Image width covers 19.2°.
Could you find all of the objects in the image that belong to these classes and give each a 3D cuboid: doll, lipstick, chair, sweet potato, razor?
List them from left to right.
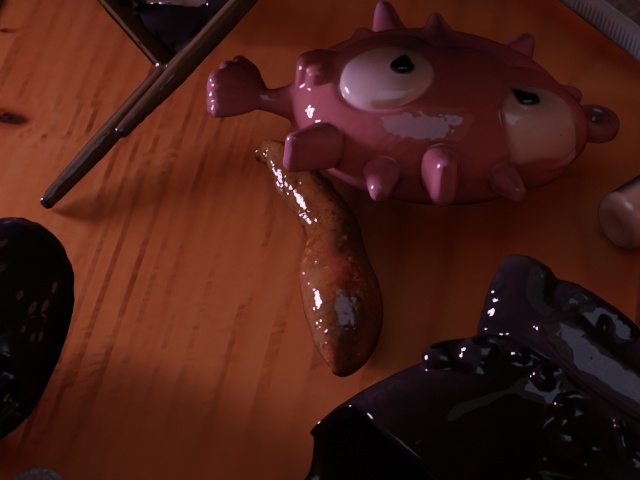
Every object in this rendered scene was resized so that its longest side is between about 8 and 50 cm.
[{"bbox_3d":[-0.114,-0.181,1.197,0.166,0.188,0.272,49,62,-5],"label":"chair"},{"bbox_3d":[0.000,0.000,1.161,0.050,0.050,0.214,-9,41,-9],"label":"sweet potato"},{"bbox_3d":[0.059,-0.083,1.201,0.262,0.093,0.211,10,34,3],"label":"doll"},{"bbox_3d":[0.191,-0.164,1.315,0.111,0.056,0.278,-32,53,-30],"label":"razor"},{"bbox_3d":[0.237,-0.040,1.202,0.141,0.040,0.040,-30,52,-25],"label":"lipstick"}]

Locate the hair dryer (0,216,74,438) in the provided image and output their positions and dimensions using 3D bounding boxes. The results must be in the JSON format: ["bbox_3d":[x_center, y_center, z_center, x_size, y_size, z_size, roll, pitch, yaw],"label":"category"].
[{"bbox_3d":[-0.332,0.078,1.050,0.359,0.120,0.303,7,38,24],"label":"hair dryer"}]

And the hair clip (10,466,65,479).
[{"bbox_3d":[-0.244,0.205,0.948,0.275,0.083,0.048,-28,66,-16],"label":"hair clip"}]

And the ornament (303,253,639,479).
[{"bbox_3d":[0.094,0.155,0.975,0.251,0.106,0.260,31,58,30],"label":"ornament"}]
